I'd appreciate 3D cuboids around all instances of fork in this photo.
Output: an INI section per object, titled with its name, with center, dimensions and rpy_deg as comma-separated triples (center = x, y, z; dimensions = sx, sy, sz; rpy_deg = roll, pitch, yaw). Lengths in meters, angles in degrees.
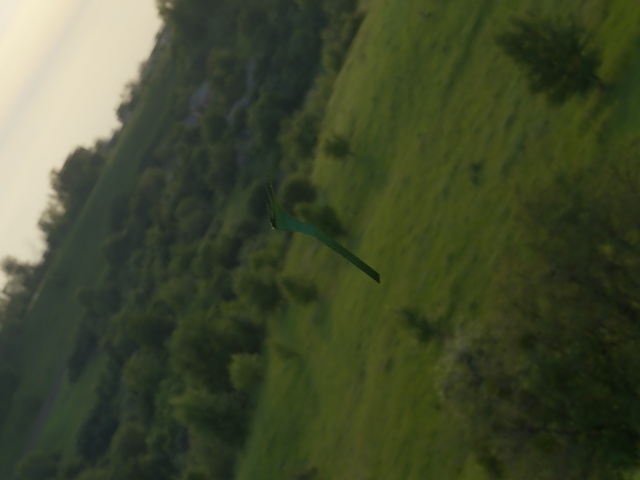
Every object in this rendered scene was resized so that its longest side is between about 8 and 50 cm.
[fork]
center = -0.002, 0.000, 1.061
dimensions = 0.021, 0.235, 0.039
rpy_deg = -8, 66, 24
